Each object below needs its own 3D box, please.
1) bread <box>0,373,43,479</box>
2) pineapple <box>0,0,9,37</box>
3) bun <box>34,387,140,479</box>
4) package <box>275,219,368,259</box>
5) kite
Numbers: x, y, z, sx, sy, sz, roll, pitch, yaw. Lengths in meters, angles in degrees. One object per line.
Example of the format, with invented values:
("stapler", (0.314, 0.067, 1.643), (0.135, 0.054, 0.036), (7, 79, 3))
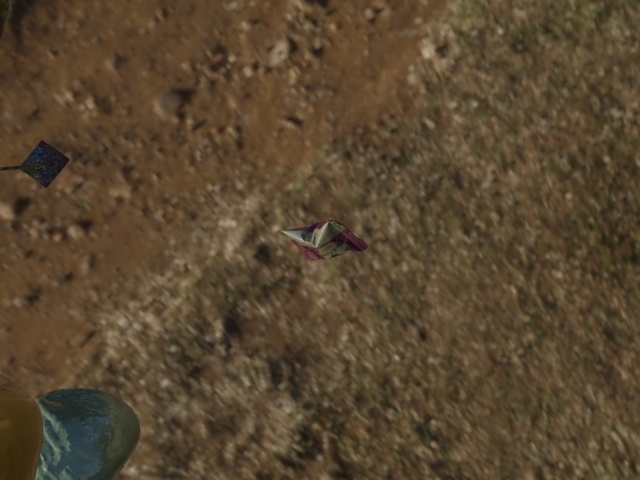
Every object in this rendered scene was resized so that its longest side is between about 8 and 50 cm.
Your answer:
("bread", (-0.227, 0.200, 0.668), (0.091, 0.142, 0.305), (5, 77, 53))
("pineapple", (-0.398, -0.265, 1.375), (0.108, 0.197, 0.108), (-14, 58, 24))
("bun", (-0.299, 0.235, 1.571), (0.195, 0.195, 0.118), (-43, 99, -5))
("package", (0.000, 0.000, 1.446), (0.083, 0.059, 0.029), (-10, 53, 39))
("kite", (-0.269, -0.074, 1.280), (0.002, 0.078, 0.044), (41, 112, 54))
